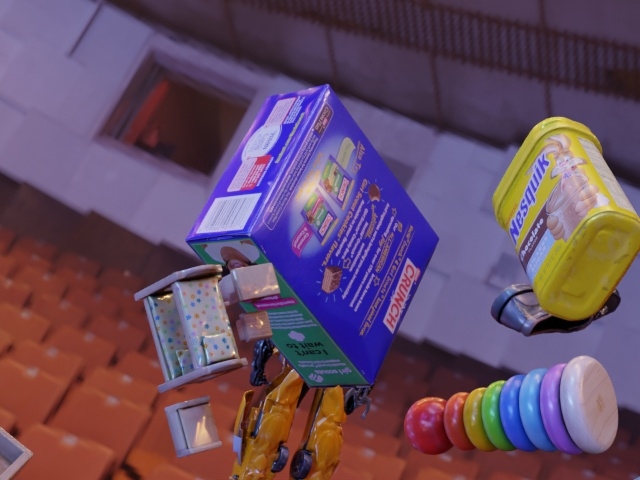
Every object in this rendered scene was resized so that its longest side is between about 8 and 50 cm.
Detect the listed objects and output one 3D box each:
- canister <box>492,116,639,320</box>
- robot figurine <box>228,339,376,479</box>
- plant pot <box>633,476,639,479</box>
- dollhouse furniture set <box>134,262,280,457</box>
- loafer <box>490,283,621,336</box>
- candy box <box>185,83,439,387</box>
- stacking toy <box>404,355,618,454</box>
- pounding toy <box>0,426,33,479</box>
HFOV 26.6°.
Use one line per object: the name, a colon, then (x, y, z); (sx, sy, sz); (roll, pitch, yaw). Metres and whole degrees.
canister: (0.228, -0.021, 1.252); (0.073, 0.170, 0.126); (18, -62, -19)
robot figurine: (-0.033, 0.248, 2.044); (0.211, 0.291, 0.085); (22, -12, -24)
plant pot: (0.542, 0.426, 1.899); (0.293, 0.196, 0.293); (42, -16, 15)
dollhouse furniture set: (-0.085, 0.119, 1.443); (0.161, 0.181, 0.101); (-10, -11, -39)
loafer: (0.389, 0.118, 2.153); (0.268, 0.096, 0.084); (-3, 35, -37)
candy box: (0.000, 0.000, 1.810); (0.122, 0.268, 0.317); (-5, -44, 40)
stacking toy: (0.268, 0.267, 2.026); (0.330, 0.141, 0.141); (-15, -44, 34)
pounding toy: (-0.444, 0.275, 1.608); (0.130, 0.100, 0.141); (39, 19, 0)
